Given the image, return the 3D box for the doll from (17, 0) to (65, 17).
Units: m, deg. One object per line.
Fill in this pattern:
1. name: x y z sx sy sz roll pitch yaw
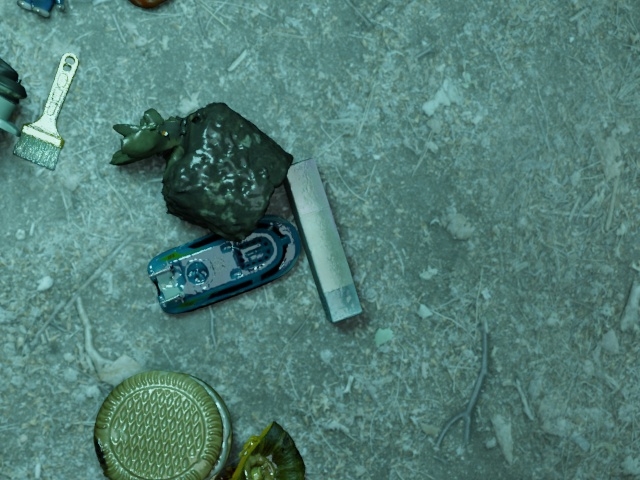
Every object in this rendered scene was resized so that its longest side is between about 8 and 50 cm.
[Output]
1. doll: -0.495 -0.485 1.775 0.114 0.085 0.152 26 98 6

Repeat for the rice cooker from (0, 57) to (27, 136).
1. rice cooker: -0.656 -0.241 1.660 0.316 0.264 0.317 0 90 0

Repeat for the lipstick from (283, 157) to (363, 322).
1. lipstick: 0.000 0.000 1.915 0.068 0.066 0.318 -19 97 -10

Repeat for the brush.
1. brush: -0.497 -0.246 1.821 0.082 0.010 0.218 21 88 -13

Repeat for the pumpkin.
1. pumpkin: -0.166 0.503 1.897 0.139 0.190 0.280 52 39 -9

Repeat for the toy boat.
1. toy boat: -0.175 0.045 1.869 0.298 0.092 0.134 -22 94 -10

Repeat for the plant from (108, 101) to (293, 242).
1. plant: -0.224 -0.147 1.780 0.312 0.215 0.213 33 76 -6

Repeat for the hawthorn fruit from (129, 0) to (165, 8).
1. hawthorn fruit: -0.324 -0.491 1.796 0.128 0.128 0.128 -1 93 -12

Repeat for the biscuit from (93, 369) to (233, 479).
1. biscuit: -0.294 0.365 1.837 0.259 0.079 0.259 0 79 -2
